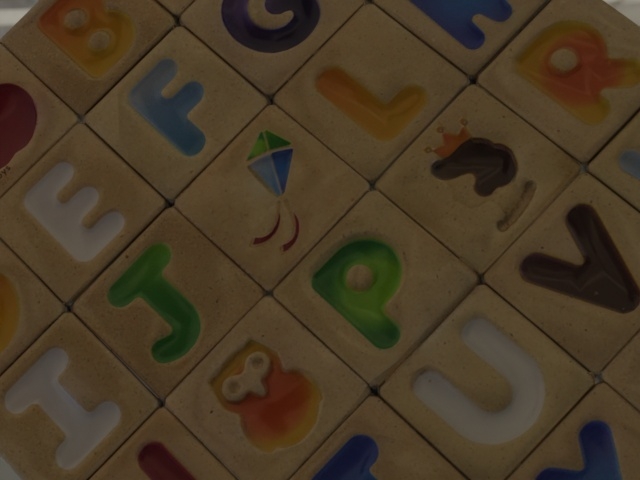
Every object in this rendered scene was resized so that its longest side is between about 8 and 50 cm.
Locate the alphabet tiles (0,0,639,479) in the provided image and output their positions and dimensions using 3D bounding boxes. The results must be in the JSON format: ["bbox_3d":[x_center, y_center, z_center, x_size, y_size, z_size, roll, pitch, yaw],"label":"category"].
[{"bbox_3d":[0.000,0.000,0.574,0.285,0.342,0.011,-46,156,-6],"label":"alphabet tiles"}]
